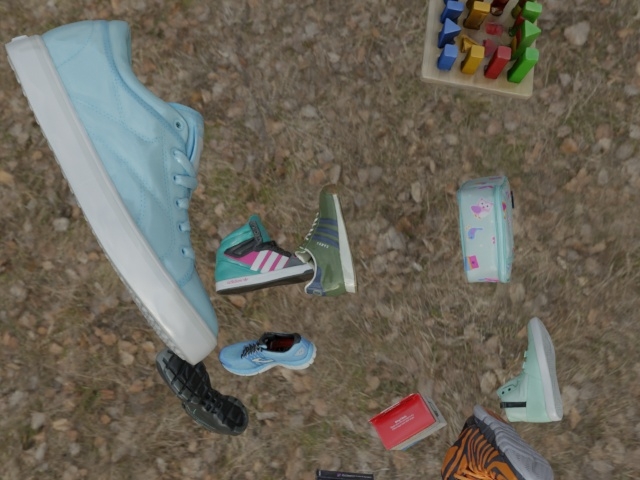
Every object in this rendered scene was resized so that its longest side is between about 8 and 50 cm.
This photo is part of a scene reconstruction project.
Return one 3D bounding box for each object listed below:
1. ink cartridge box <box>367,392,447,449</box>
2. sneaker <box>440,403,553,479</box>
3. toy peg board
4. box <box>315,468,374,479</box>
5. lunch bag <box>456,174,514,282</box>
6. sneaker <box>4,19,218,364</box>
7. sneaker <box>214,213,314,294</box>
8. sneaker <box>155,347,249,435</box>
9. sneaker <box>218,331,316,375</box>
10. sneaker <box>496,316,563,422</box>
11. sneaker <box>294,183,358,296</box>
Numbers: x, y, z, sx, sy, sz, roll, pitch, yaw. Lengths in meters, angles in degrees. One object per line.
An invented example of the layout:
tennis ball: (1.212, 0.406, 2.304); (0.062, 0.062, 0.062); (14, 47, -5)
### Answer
ink cartridge box: (0.209, 0.434, 1.614); (0.134, 0.231, 0.078); (-34, 66, 8)
sneaker: (0.357, 0.483, 1.405); (0.125, 0.321, 0.180); (32, 94, -7)
toy peg board: (0.234, -0.299, 0.950); (0.161, 0.079, 0.161); (10, 74, -4)
box: (0.041, 0.533, 1.336); (0.116, 0.029, 0.162); (5, 103, -1)
lunch bag: (0.371, -0.023, 1.493); (0.108, 0.279, 0.224); (-6, 99, 20)
sneaker: (-0.165, -0.063, 0.667); (0.150, 0.135, 0.365); (-27, 89, -14)
sneaker: (-0.120, 0.021, 1.650); (0.296, 0.124, 0.178); (-9, 77, -11)
sneaker: (-0.277, 0.343, 1.485); (0.106, 0.267, 0.101); (-22, 26, 38)
sneaker: (-0.092, 0.171, 1.092); (0.162, 0.073, 0.063); (-11, 48, 16)
sneaker: (0.494, 0.318, 1.660); (0.151, 0.094, 0.255); (-18, 59, 33)
sneaker: (0.000, 0.000, 1.034); (0.086, 0.064, 0.192); (-12, 60, 3)
